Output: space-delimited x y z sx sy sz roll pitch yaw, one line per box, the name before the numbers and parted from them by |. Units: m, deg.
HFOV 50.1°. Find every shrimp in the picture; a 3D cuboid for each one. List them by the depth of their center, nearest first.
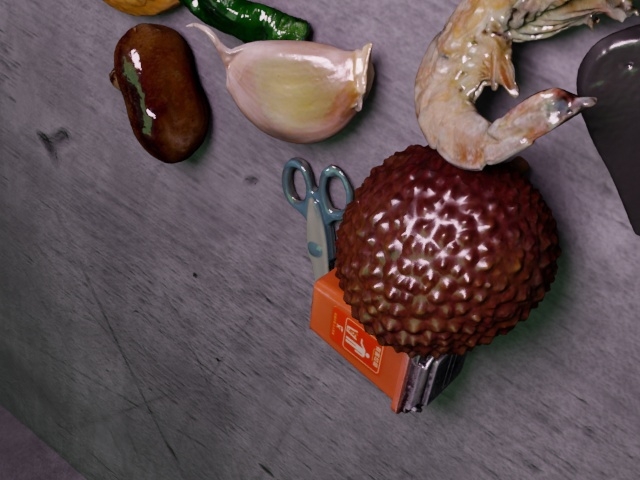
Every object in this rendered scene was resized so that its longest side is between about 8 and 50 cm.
shrimp | 0.221 -0.198 0.722 0.085 0.246 0.360 19 163 -30

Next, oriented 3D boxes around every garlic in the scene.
garlic | -0.061 -0.216 0.971 0.267 0.128 0.148 8 103 2

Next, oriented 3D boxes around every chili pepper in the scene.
chili pepper | -0.124 -0.321 0.969 0.224 0.061 0.098 22 167 -9

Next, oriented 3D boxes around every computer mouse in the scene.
computer mouse | 0.377 -0.120 0.753 0.138 0.086 0.269 -18 115 37

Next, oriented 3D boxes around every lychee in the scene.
lychee | 0.162 0.008 0.883 0.276 0.304 0.276 42 173 6

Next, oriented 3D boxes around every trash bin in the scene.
trash bin | 0.115 0.129 1.078 0.239 0.184 0.161 33 135 30

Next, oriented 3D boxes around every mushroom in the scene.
mushroom | -0.293 -0.249 1.169 0.218 0.148 0.226 16 120 51

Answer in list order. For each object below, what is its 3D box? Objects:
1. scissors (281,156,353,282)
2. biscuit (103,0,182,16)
scissors | 0.000 0.000 1.153 0.138 0.041 0.289 14 123 31
biscuit | -0.290 -0.479 1.009 0.296 0.102 0.296 18 128 24
